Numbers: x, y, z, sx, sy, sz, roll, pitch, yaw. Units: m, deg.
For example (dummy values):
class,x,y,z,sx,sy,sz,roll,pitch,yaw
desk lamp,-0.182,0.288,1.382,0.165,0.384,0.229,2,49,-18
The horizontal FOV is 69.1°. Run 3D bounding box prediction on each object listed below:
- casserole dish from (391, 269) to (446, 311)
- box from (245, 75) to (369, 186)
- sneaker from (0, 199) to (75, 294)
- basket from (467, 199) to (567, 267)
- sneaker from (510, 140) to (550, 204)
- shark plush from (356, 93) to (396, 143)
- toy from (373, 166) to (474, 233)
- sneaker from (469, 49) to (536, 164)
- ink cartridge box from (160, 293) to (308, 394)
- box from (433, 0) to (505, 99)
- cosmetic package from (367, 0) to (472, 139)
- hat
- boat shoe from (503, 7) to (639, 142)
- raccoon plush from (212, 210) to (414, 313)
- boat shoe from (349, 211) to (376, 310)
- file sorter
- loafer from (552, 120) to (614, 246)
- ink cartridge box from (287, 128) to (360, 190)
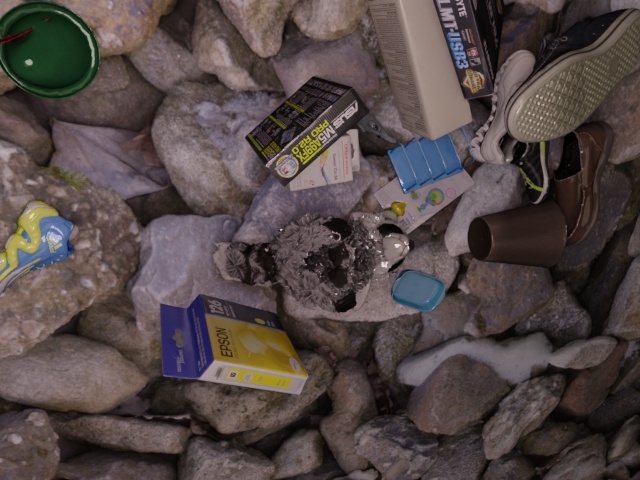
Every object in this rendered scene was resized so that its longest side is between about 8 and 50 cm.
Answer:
class,x,y,z,sx,sy,sz,roll,pitch,yaw
casserole dish,0.287,0.145,1.387,0.189,0.037,0.114,20,107,-25
box,-0.041,-0.238,0.964,0.216,0.270,0.060,-42,118,3
sneaker,-0.617,0.038,1.001,0.126,0.091,0.240,29,101,-28
basket,0.559,-0.009,1.346,0.227,0.154,0.204,-4,109,-13
sneaker,0.575,-0.213,1.301,0.097,0.084,0.234,-10,109,0
shark plush,0.114,-0.274,1.115,0.073,0.067,0.161,-43,120,4
toy,0.268,-0.133,1.227,0.237,0.056,0.136,-37,91,-9
sneaker,0.490,-0.331,1.189,0.110,0.118,0.291,7,110,-19
ink cartridge box,-0.215,0.232,1.104,0.307,0.303,0.072,20,103,-26
box,0.302,-0.496,0.937,0.074,0.293,0.295,-4,145,31
cosmetic package,0.225,-0.400,1.042,0.113,0.160,0.309,-27,120,-6
hat,-0.507,-0.321,0.817,0.209,0.183,0.172,-30,120,-3
boat shoe,0.585,-0.395,1.109,0.500,0.156,0.186,-40,129,-19
raccoon plush,0.000,0.000,1.134,0.299,0.447,0.216,-23,125,-56
boat shoe,0.086,0.054,1.246,0.096,0.098,0.276,5,102,-19
file sorter,0.276,-0.208,1.154,0.170,0.104,0.118,-22,88,-9
loafer,0.720,-0.162,1.348,0.130,0.134,0.365,0,104,-14
ink cartridge box,0.010,-0.196,1.116,0.198,0.067,0.115,-12,117,-13
